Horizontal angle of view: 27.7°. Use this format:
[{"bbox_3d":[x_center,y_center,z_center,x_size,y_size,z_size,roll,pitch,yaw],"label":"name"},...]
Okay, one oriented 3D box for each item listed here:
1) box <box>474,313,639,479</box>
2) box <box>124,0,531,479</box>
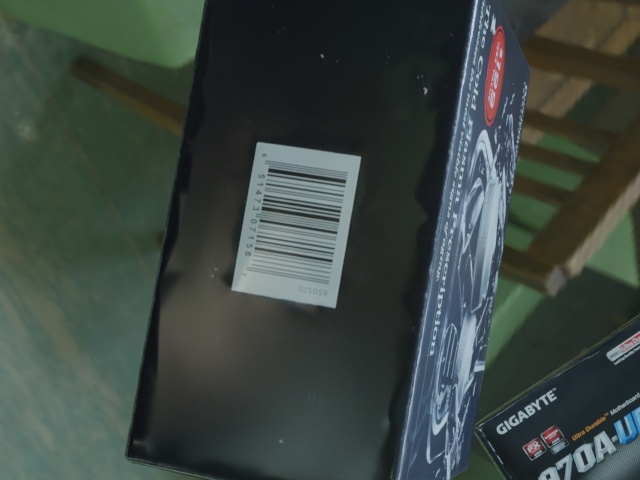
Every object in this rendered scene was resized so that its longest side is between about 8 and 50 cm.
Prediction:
[{"bbox_3d":[0.287,0.198,1.282,0.220,0.175,0.051,-32,174,-4],"label":"box"},{"bbox_3d":[0.027,-0.004,0.933,0.312,0.179,0.343,16,83,-75],"label":"box"}]
